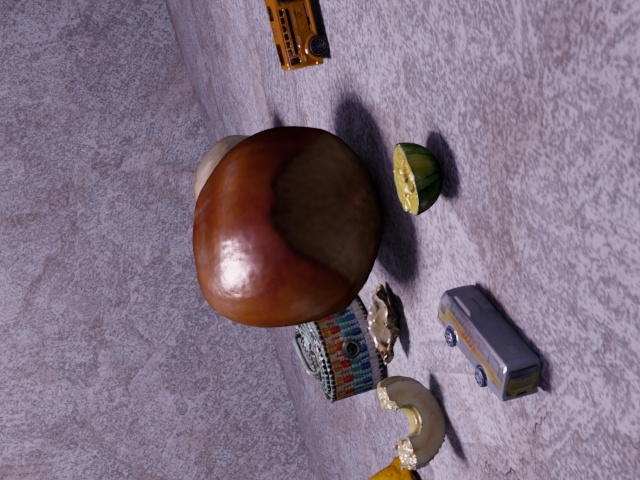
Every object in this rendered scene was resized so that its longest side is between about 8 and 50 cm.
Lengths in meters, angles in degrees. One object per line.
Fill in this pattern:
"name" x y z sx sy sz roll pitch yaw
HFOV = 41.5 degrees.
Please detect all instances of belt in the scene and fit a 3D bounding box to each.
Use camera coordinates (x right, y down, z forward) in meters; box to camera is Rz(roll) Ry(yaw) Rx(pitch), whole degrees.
"belt" 0.020 0.217 1.898 0.207 0.160 0.295 91 158 -55

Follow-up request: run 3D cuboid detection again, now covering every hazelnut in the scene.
"hazelnut" -0.060 -0.018 1.509 0.366 0.365 0.366 163 90 -78

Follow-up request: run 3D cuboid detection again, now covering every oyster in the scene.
"oyster" 0.126 0.164 1.614 0.103 0.051 0.148 -125 36 -62

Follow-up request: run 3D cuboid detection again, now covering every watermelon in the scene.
"watermelon" 0.138 -0.090 1.184 0.105 0.062 0.106 167 90 -85

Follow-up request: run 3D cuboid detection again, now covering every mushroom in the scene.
"mushroom" -0.144 -0.138 2.042 0.290 0.297 0.298 -36 66 38

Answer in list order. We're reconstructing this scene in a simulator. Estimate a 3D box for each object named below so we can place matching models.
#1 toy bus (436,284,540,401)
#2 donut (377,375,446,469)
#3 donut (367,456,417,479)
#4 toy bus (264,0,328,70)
"toy bus" 0.220 0.133 1.131 0.190 0.064 0.075 -123 25 -51
"donut" 0.164 0.318 1.512 0.065 0.108 0.166 -38 71 55
"donut" 0.186 0.637 1.868 0.303 0.110 0.303 163 90 -77
"toy bus" -0.052 -0.409 1.529 0.083 0.088 0.195 -141 36 -71
